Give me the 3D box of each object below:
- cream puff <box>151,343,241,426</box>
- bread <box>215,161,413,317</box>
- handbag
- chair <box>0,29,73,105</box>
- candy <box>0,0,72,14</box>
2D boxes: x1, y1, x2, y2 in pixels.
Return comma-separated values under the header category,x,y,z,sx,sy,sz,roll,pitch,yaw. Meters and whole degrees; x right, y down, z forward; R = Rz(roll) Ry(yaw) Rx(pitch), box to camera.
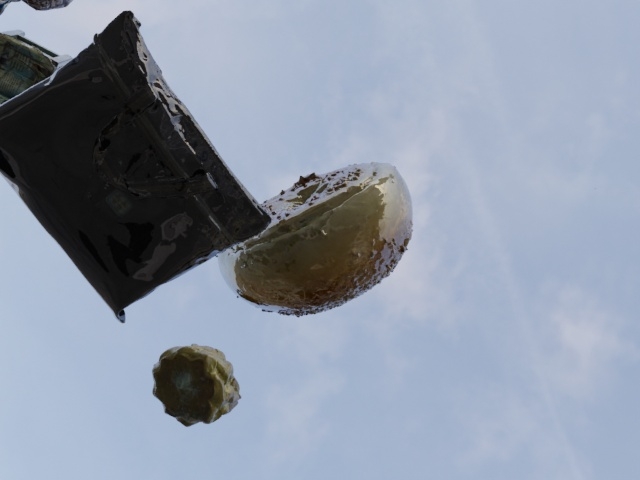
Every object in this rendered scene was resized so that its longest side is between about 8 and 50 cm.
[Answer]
category,x,y,z,sx,sy,sz,roll,pitch,yaw
cream puff,-0.202,0.237,1.086,0.146,0.116,0.146,1,-87,20
bread,0.000,0.000,0.901,0.305,0.305,0.159,-24,-73,23
handbag,-0.198,-0.066,0.644,0.211,0.089,0.254,-32,-76,10
chair,-0.657,-0.357,1.389,0.136,0.270,0.147,27,-73,-13
candy,-0.518,-0.452,1.199,0.094,0.226,0.051,51,-32,27
